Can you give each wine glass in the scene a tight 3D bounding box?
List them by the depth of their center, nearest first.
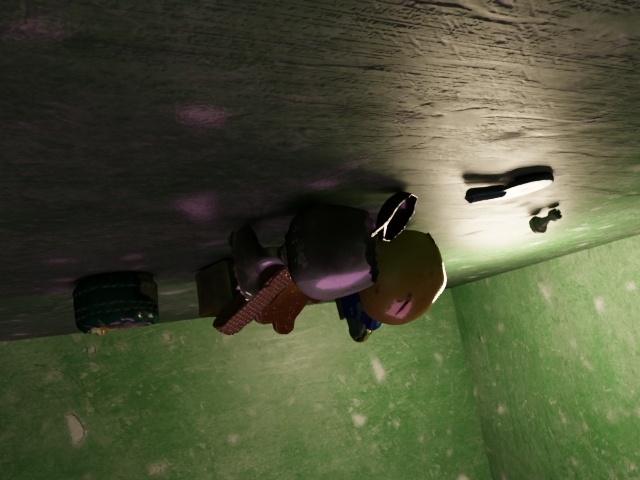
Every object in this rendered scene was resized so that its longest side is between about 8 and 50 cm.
[{"bbox_3d":[-0.030,0.031,1.165,0.323,0.238,0.238,-3,169,14],"label":"wine glass"}]

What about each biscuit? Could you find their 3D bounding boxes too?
[{"bbox_3d":[-0.173,0.149,1.522,0.379,0.054,0.094,-44,143,1],"label":"biscuit"},{"bbox_3d":[-0.071,0.159,1.658,0.047,0.339,0.216,33,174,43],"label":"biscuit"}]

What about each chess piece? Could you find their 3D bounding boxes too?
[{"bbox_3d":[0.765,-0.069,1.674,0.067,0.067,0.103,-4,157,-22],"label":"chess piece"}]

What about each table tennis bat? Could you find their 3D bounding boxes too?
[{"bbox_3d":[0.477,-0.129,1.257,0.244,0.040,0.153,-10,169,-18],"label":"table tennis bat"}]

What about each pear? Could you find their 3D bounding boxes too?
[{"bbox_3d":[0.246,0.111,1.569,0.309,0.309,0.309,-9,167,-2],"label":"pear"}]

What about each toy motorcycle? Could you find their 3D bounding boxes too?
[{"bbox_3d":[0.162,0.201,1.815,0.200,0.326,0.191,-23,162,41],"label":"toy motorcycle"}]

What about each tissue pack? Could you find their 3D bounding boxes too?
[{"bbox_3d":[-0.255,0.164,1.698,0.200,0.167,0.275,-23,161,41],"label":"tissue pack"}]

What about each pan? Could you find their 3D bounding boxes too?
[{"bbox_3d":[0.160,-0.065,1.146,0.048,0.128,0.202,32,-171,23],"label":"pan"}]

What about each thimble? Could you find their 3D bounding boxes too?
[{"bbox_3d":[-0.666,0.210,1.606,0.254,0.167,0.288,4,161,-45],"label":"thimble"}]

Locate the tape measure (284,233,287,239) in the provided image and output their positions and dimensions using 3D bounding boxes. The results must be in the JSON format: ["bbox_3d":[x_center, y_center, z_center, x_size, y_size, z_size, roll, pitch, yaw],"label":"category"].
[{"bbox_3d":[0.001,0.001,1.380,0.180,0.107,0.104,19,-166,-28],"label":"tape measure"}]
